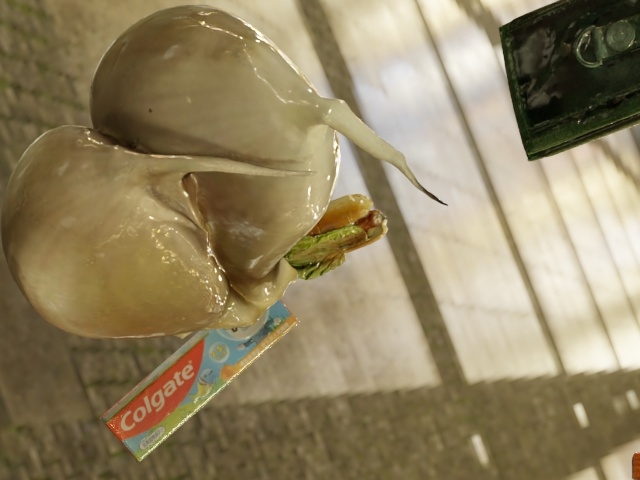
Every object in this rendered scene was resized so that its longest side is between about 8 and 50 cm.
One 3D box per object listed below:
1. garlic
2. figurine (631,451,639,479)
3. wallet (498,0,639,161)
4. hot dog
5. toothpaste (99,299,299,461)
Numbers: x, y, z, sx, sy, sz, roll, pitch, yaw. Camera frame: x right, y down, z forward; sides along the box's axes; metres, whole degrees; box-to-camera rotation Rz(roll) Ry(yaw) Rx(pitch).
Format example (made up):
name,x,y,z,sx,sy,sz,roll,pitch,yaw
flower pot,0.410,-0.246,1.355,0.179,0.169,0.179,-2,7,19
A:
name,x,y,z,sx,sy,sz,roll,pitch,yaw
garlic,-0.109,-0.034,1.275,0.246,0.231,0.340,54,-27,-3
figurine,0.338,0.169,1.397,0.137,0.229,0.112,47,9,18
wallet,0.300,-0.192,1.774,0.055,0.236,0.160,18,58,-56
hot dog,0.000,0.000,1.463,0.056,0.133,0.041,47,35,-38
toothpaste,-0.116,0.110,1.550,0.070,0.193,0.044,51,-10,-11
